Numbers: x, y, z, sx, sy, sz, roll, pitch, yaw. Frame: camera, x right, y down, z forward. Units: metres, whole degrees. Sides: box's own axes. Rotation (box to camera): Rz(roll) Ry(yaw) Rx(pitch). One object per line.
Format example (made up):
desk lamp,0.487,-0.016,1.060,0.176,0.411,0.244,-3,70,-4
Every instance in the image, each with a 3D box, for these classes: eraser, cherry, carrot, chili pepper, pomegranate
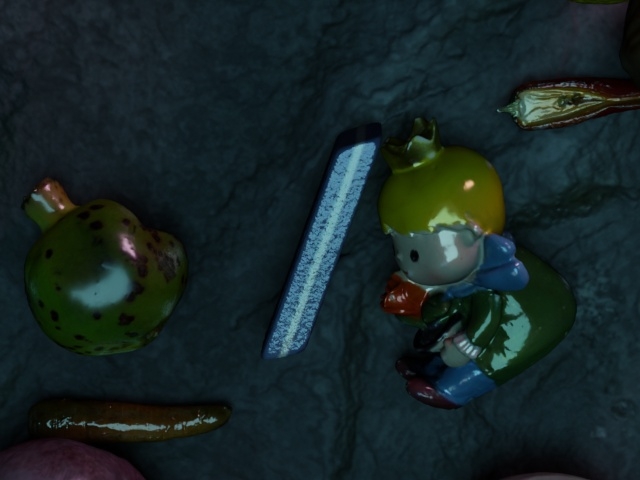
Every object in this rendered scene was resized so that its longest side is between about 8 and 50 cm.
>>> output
eraser,0.000,0.000,1.223,0.036,0.082,0.225,19,105,-4
cherry,-0.235,0.280,1.248,0.266,0.183,0.213,-16,127,32
carrot,-0.178,0.170,1.290,0.191,0.047,0.047,1,106,-1
chili pepper,0.241,-0.126,1.216,0.178,0.027,0.045,-7,110,2
pomegranate,-0.203,0.029,1.209,0.169,0.122,0.143,43,131,-14

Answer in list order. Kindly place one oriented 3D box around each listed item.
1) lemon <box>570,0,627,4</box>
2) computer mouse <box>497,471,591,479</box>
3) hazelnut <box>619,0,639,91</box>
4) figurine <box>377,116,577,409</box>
lemon,0.197,-0.321,1.045,0.253,0.253,0.310,-42,88,11
computer mouse,0.184,0.359,1.326,0.197,0.095,0.331,24,113,-6
hazelnut,0.361,-0.170,1.137,0.186,0.210,0.210,9,108,-33
figurine,0.102,0.022,1.217,0.185,0.127,0.234,-35,114,15
